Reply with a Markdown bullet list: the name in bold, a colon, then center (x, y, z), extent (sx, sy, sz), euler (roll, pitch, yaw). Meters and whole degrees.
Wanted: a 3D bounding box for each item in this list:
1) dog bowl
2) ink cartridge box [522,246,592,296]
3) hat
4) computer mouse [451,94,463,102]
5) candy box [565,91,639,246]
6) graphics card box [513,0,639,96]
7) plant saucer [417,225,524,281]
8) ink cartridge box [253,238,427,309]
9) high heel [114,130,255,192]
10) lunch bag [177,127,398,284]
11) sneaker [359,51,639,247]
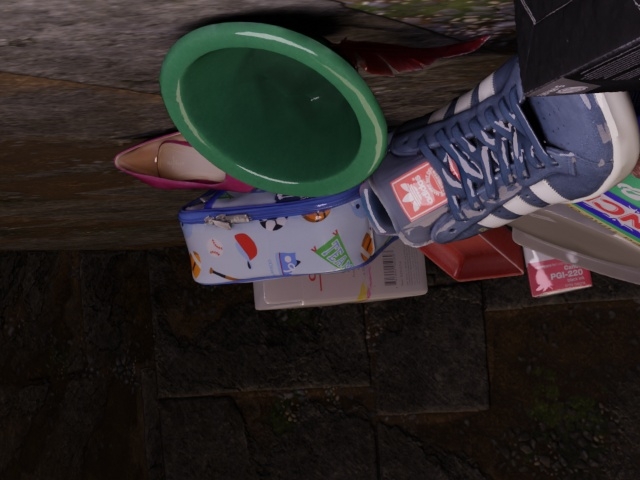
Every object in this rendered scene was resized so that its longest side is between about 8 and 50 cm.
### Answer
- **dog bowl**: center (0.306, -0.046, 1.945), extent (0.349, 0.102, 0.349), euler (21, 174, 2)
- **ink cartridge box**: center (0.330, -0.032, 2.307), extent (0.092, 0.218, 0.158), euler (-12, 176, 9)
- **hat**: center (-0.006, -0.151, 1.254), extent (0.173, 0.183, 0.208), euler (-11, 134, 34)
- **computer mouse**: center (0.253, -0.092, 1.607), extent (0.184, 0.060, 0.262), euler (-6, -158, -14)
- **candy box**: center (0.326, -0.072, 1.330), extent (0.268, 0.122, 0.317), euler (27, 170, -12)
- **graphics card box**: center (0.325, -0.155, 0.978), extent (0.371, 0.094, 0.233), euler (-5, 178, -10)
- **plant saucer**: center (0.165, -0.041, 2.337), extent (0.259, 0.048, 0.258), euler (40, 166, -10)
- **ink cartridge box**: center (0.000, 0.000, 2.526), extent (0.353, 0.207, 0.119), euler (-2, 175, -43)
- **high heel**: center (-0.140, -0.094, 1.757), extent (0.117, 0.082, 0.244), euler (-2, -175, -23)
- **lunch bag**: center (-0.025, -0.042, 1.875), extent (0.243, 0.115, 0.303), euler (-4, -163, 26)
- **sneaker**: center (0.126, -0.061, 1.266), extent (0.148, 0.131, 0.350), euler (-24, 174, -17)
